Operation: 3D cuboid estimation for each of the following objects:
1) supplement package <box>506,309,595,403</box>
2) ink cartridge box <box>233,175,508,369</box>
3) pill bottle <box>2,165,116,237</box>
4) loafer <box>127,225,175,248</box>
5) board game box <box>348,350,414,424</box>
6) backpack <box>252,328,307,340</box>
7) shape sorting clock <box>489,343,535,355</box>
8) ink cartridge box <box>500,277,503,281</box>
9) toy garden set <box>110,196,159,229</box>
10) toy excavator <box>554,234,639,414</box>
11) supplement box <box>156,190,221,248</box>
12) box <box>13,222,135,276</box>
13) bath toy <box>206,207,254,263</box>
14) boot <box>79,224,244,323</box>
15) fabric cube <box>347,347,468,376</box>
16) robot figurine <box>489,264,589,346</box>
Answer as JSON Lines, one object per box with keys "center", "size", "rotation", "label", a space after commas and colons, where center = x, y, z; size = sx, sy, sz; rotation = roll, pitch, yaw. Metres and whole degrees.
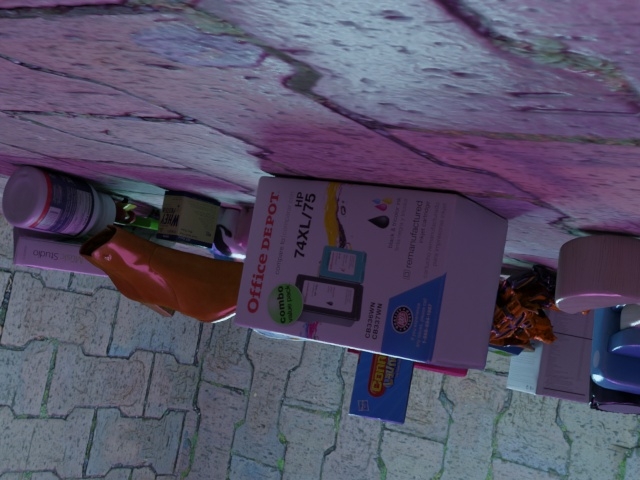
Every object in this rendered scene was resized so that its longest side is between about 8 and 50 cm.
{"center": [0.511, 0.217, 2.076], "size": [0.139, 0.244, 0.134], "rotation": [13, 174, -16], "label": "supplement package"}
{"center": [0.066, 0.041, 1.211], "size": [0.270, 0.198, 0.197], "rotation": [7, 175, 30], "label": "ink cartridge box"}
{"center": [-0.455, -0.061, 1.687], "size": [0.108, 0.107, 0.180], "rotation": [7, 174, 36], "label": "pill bottle"}
{"center": [-0.400, -0.009, 2.190], "size": [0.112, 0.112, 0.319], "rotation": [25, 179, -15], "label": "loafer"}
{"center": [0.118, 0.133, 1.583], "size": [0.086, 0.301, 0.308], "rotation": [10, 175, 4], "label": "board game box"}
{"center": [-0.063, 0.120, 2.220], "size": [0.277, 0.213, 0.263], "rotation": [9, 165, 22], "label": "backpack"}
{"center": [0.348, 0.207, 2.013], "size": [0.206, 0.040, 0.206], "rotation": [17, 173, 2], "label": "shape sorting clock"}
{"center": [0.240, 0.150, 2.316], "size": [0.324, 0.071, 0.330], "rotation": [1, 146, -9], "label": "ink cartridge box"}
{"center": [-0.458, -0.070, 1.976], "size": [0.244, 0.049, 0.204], "rotation": [10, 177, 11], "label": "toy garden set"}
{"center": [0.502, 0.113, 1.374], "size": [0.433, 0.222, 0.445], "rotation": [11, 162, -3], "label": "toy excavator"}
{"center": [-0.225, -0.035, 1.632], "size": [0.056, 0.083, 0.083], "rotation": [6, 173, 43], "label": "supplement box"}
{"center": [-0.464, 0.005, 1.828], "size": [0.232, 0.058, 0.322], "rotation": [9, -171, -20], "label": "box"}
{"center": [-0.102, 0.014, 1.697], "size": [0.152, 0.128, 0.348], "rotation": [13, 174, -24], "label": "bath toy"}
{"center": [-0.257, 0.046, 1.589], "size": [0.295, 0.104, 0.211], "rotation": [-11, 139, 41], "label": "boot"}
{"center": [0.268, 0.234, 2.742], "size": [0.258, 0.259, 0.254], "rotation": [13, 175, -31], "label": "fabric cube"}
{"center": [0.392, 0.134, 1.825], "size": [0.291, 0.211, 0.085], "rotation": [4, -134, -48], "label": "robot figurine"}
